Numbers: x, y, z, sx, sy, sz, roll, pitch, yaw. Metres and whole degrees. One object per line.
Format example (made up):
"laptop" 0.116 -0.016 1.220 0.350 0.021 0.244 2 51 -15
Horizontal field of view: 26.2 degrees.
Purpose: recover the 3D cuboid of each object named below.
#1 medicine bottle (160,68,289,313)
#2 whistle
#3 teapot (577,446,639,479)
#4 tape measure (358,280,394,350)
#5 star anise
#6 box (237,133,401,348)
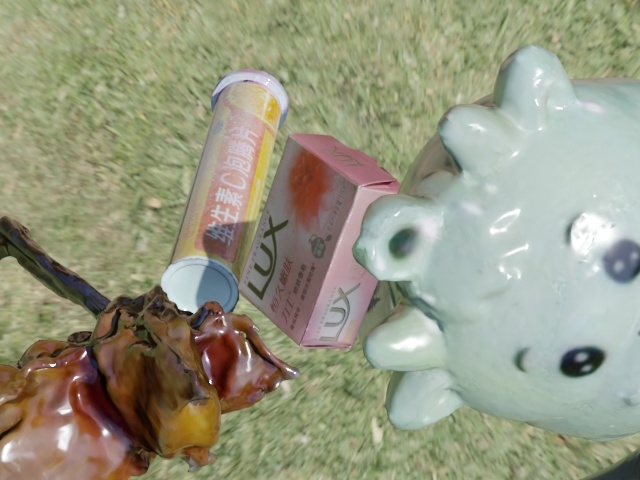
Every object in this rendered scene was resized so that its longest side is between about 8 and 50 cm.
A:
"medicine bottle" -0.114 -0.065 1.731 0.108 0.426 0.108 3 127 4
"whistle" 0.105 0.008 0.379 0.244 0.092 0.110 6 109 -39
"teapot" 0.242 0.242 1.084 0.149 0.239 0.162 -26 70 41
"tape measure" 0.165 0.061 1.272 0.265 0.258 0.130 -4 83 0
"star anise" -0.164 0.081 0.885 0.237 0.346 0.148 -32 124 -34
"box" 0.000 0.000 1.105 0.060 0.111 0.156 7 110 -37
